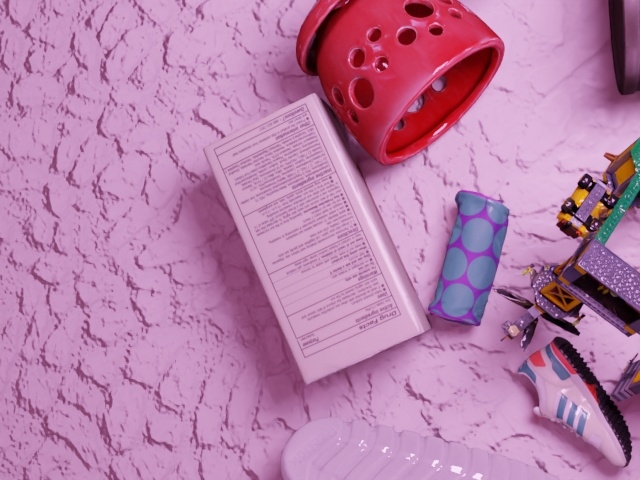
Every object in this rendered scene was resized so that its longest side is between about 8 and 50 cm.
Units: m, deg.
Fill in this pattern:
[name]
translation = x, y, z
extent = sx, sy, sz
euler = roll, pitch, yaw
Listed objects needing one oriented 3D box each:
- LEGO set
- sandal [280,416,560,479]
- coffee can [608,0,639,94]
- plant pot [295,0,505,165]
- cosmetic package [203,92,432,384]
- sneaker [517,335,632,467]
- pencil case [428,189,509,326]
[LEGO set]
translation = 0.369, 0.066, 1.136
extent = 0.331, 0.192, 0.255
euler = 31, 66, -2
[sandal]
translation = 0.153, 0.314, 1.180
extent = 0.416, 0.169, 0.102
euler = 23, 138, 16
[coffee can]
translation = 0.447, -0.265, 1.091
extent = 0.275, 0.201, 0.201
euler = -4, 87, 12
[plant pot]
translation = 0.083, -0.209, 1.178
extent = 0.191, 0.191, 0.174
euler = -42, 75, 8
[cosmetic package]
translation = 0.000, 0.000, 1.219
extent = 0.153, 0.129, 0.296
euler = -24, 83, 9
[sneaker]
translation = 0.287, 0.192, 1.193
extent = 0.075, 0.057, 0.161
euler = -36, 82, 26
[pencil case]
translation = 0.171, 0.021, 1.213
extent = 0.070, 0.064, 0.151
euler = 17, 93, 51
